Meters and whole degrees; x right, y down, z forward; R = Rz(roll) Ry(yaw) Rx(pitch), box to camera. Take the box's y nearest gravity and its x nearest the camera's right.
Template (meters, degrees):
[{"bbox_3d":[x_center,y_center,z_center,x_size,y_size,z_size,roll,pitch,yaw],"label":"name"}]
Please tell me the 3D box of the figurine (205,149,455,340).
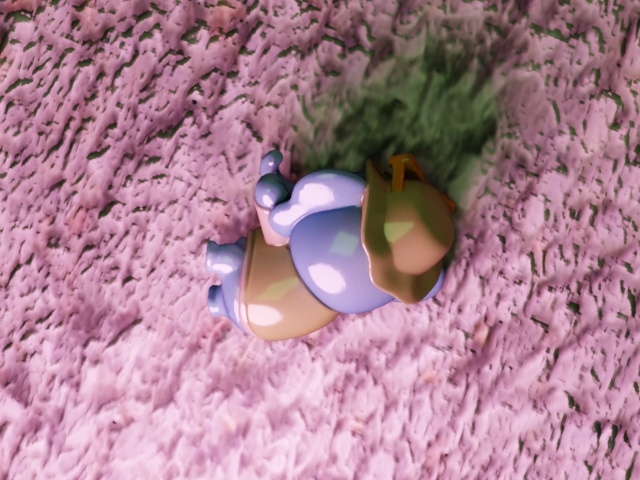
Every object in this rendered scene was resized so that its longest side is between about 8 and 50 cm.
[{"bbox_3d":[0.000,0.004,1.887,0.262,0.154,0.180,-9,109,16],"label":"figurine"}]
